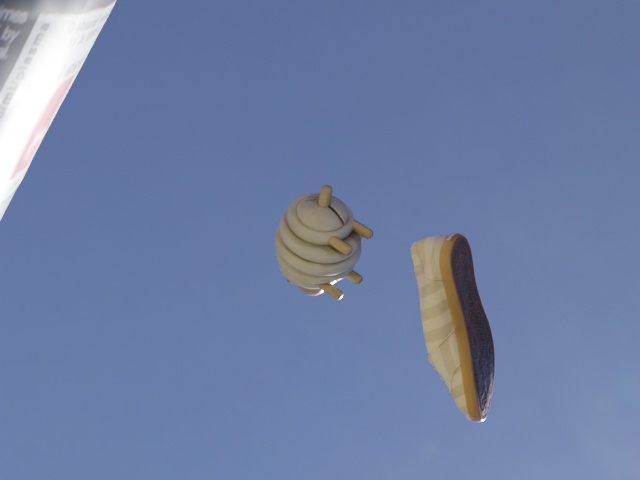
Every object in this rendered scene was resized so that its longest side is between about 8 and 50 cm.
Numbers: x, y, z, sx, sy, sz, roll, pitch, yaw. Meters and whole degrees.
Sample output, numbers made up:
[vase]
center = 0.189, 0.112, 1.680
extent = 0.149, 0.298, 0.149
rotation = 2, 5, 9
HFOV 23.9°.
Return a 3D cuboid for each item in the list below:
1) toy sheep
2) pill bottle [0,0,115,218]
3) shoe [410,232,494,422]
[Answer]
[toy sheep]
center = 0.000, 0.000, 1.417
extent = 0.091, 0.091, 0.132
rotation = 33, -48, 22
[pill bottle]
center = -0.145, -0.068, 0.415
extent = 0.162, 0.162, 0.278
rotation = 39, -69, 18
[shoe]
center = 0.145, 0.095, 1.654
extent = 0.058, 0.076, 0.219
rotation = -3, -72, 28
